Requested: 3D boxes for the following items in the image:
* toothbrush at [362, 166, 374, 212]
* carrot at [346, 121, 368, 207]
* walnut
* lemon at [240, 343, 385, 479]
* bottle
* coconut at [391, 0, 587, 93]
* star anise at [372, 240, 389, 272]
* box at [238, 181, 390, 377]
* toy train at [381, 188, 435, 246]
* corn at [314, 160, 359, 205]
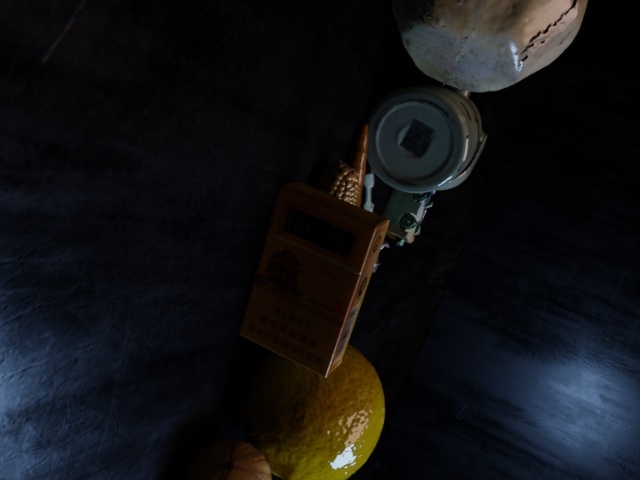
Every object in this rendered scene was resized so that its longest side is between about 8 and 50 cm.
[{"bbox_3d":[0.108,-0.064,1.595,0.294,0.026,0.028,86,16,-53],"label":"toothbrush"},{"bbox_3d":[0.055,-0.065,1.385,0.069,0.069,0.336,-27,133,-63],"label":"carrot"},{"bbox_3d":[-0.161,0.431,1.215,0.165,0.165,0.197,-55,158,-34],"label":"walnut"},{"bbox_3d":[-0.014,0.319,1.327,0.293,0.293,0.293,-55,158,-34],"label":"lemon"},{"bbox_3d":[0.235,-0.221,1.492,0.352,0.229,0.229,-34,143,-65],"label":"bottle"},{"bbox_3d":[0.303,-0.453,1.234,0.352,0.353,0.352,-55,158,-34],"label":"coconut"},{"bbox_3d":[0.084,0.072,1.597,0.230,0.081,0.262,-54,169,-34],"label":"star anise"},{"bbox_3d":[-0.015,0.062,1.155,0.076,0.174,0.274,-29,139,-64],"label":"box"},{"bbox_3d":[0.217,-0.079,1.773,0.188,0.099,0.072,-64,159,-6],"label":"toy train"},{"bbox_3d":[0.000,0.000,1.256,0.101,0.101,0.291,-9,117,-69],"label":"corn"}]
